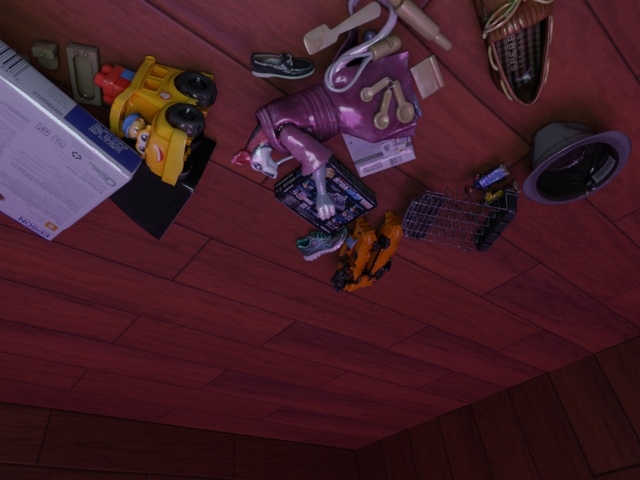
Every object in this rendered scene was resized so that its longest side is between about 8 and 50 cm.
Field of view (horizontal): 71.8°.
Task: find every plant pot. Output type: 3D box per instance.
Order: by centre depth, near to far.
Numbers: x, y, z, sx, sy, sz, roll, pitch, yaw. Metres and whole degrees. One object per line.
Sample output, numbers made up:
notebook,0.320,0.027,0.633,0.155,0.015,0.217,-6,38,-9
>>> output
plant pot,-0.360,-0.150,0.959,0.167,0.188,0.188,32,128,-23

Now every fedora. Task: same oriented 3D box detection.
fedora,0.595,-0.203,1.068,0.275,0.124,0.243,14,139,-36

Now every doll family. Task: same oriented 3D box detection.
doll family,0.455,-0.138,1.174,0.111,0.076,0.193,-28,131,29

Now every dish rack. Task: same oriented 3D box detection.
dish rack,0.358,-0.060,1.170,0.271,0.074,0.208,10,143,-2

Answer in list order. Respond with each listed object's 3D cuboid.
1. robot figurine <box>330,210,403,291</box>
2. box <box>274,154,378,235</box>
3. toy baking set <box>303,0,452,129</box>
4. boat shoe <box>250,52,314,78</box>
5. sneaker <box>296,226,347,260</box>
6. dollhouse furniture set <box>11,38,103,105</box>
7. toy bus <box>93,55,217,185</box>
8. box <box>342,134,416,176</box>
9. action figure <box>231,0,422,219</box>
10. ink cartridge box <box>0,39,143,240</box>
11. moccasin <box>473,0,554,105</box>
robot figurine,0.135,0.046,1.311,0.211,0.085,0.291,-11,145,-26
box,0.016,-0.116,1.146,0.175,0.051,0.220,-32,134,27
toy baking set,0.106,-0.299,0.719,0.256,0.030,0.197,30,92,-29
boat shoe,-0.074,-0.345,0.863,0.125,0.046,0.038,3,145,1
sneaker,0.000,0.000,1.278,0.166,0.065,0.076,-30,130,23
dollhouse furniture set,-0.499,-0.278,0.816,0.151,0.123,0.144,6,139,-16
toy bus,-0.319,-0.240,0.826,0.211,0.220,0.149,19,138,-18
box,0.131,-0.242,1.021,0.145,0.038,0.186,-18,140,13
action figure,0.004,-0.228,0.788,0.370,0.248,0.276,-27,142,-13
ink cartridge box,-0.540,-0.167,0.779,0.330,0.072,0.324,-22,129,34
moccasin,0.338,-0.401,0.774,0.139,0.147,0.380,-16,140,11
